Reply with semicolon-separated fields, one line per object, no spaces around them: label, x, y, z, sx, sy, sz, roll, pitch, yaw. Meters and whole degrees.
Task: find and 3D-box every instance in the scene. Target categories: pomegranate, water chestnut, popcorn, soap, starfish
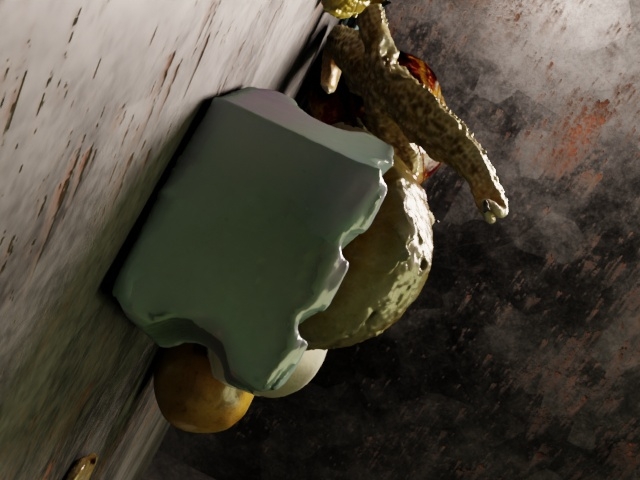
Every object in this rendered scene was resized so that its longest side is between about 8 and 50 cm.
pomegranate;-0.181;0.225;1.466;0.196;0.196;0.196;-62;-179;3
water chestnut;0.085;-0.206;1.582;0.244;0.289;0.289;-25;-149;52
popcorn;0.049;-0.302;1.097;0.084;0.084;0.084;-62;-179;3
soap;-0.062;0.005;0.883;0.261;0.156;0.446;-63;-179;-11
starfish;0.109;-0.163;1.284;0.082;0.432;0.324;-26;164;-15

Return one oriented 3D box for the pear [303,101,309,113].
pear;0.079;-0.229;1.840;0.253;0.252;0.307;-65;175;-58

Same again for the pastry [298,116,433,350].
pastry;0.000;0.000;1.204;0.136;0.329;0.330;32;84;-52

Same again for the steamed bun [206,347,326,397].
steamed bun;-0.078;0.103;1.374;0.164;0.146;0.242;-32;-131;33

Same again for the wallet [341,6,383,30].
wallet;0.142;-0.519;1.621;0.237;0.075;0.342;-56;-174;50

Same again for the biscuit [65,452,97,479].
biscuit;-0.293;0.289;1.084;0.071;0.018;0.147;-60;-178;-11
